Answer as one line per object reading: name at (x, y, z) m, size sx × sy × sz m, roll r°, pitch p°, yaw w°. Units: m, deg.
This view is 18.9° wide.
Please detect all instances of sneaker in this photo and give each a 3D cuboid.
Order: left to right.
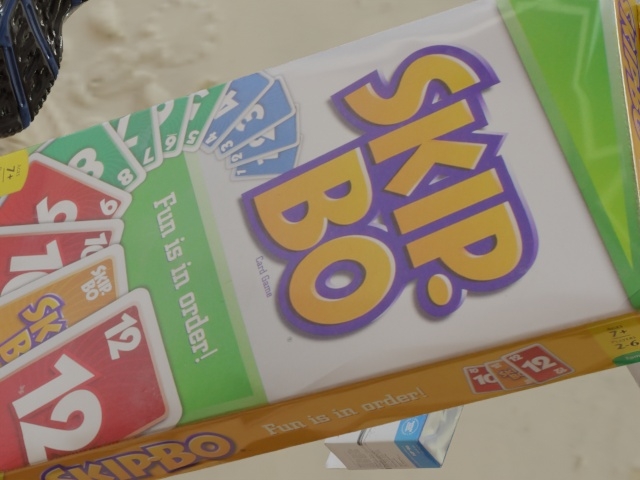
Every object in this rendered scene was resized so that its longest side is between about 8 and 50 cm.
sneaker at (-0.170, -0.145, 1.066) m, size 0.080 × 0.081 × 0.211 m, roll 48°, pitch -125°, yaw -32°

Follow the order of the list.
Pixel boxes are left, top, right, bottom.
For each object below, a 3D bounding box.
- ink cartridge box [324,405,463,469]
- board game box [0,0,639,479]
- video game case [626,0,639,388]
ink cartridge box at (0.035, 0.102, 1.084) m, size 0.028 × 0.083 × 0.048 m, roll 49°, pitch -131°, yaw -35°
board game box at (0.000, 0.000, 0.595) m, size 0.259 × 0.039 × 0.124 m, roll -15°, pitch -124°, yaw 20°
video game case at (0.191, -0.028, 1.134) m, size 0.201 × 0.023 × 0.183 m, roll 54°, pitch -134°, yaw -45°
